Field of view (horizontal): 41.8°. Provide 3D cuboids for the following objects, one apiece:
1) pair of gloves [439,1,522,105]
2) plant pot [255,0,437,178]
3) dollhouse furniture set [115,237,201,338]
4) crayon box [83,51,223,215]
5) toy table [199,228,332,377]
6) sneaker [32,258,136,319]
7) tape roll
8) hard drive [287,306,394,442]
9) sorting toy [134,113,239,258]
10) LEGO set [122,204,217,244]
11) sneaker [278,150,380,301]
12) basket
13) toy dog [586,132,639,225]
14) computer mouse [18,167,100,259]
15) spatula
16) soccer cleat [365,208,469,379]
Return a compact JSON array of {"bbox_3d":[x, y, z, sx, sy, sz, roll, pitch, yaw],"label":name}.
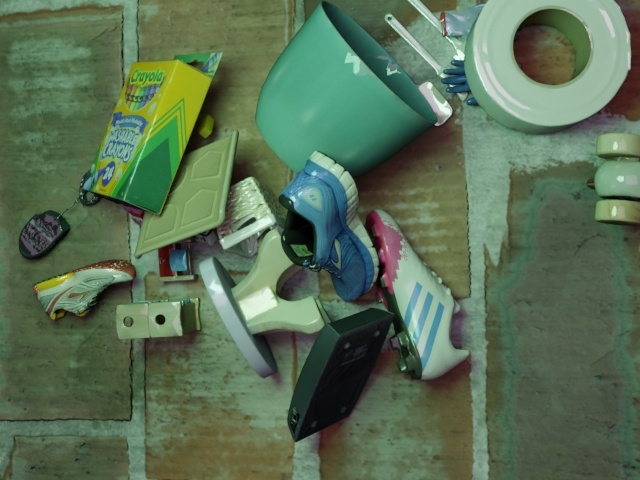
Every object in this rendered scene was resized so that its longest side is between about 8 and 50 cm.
[{"bbox_3d":[0.305,-0.354,1.588,0.159,0.023,0.198,-2,88,0],"label":"pair of gloves"},{"bbox_3d":[0.026,-0.239,1.511,0.235,0.293,0.293,-43,84,19],"label":"plant pot"},{"bbox_3d":[-0.314,0.089,1.616,0.129,0.129,0.183,-4,89,8],"label":"dollhouse furniture set"},{"bbox_3d":[-0.319,-0.221,1.576,0.083,0.203,0.322,25,84,-36],"label":"crayon box"},{"bbox_3d":[-0.092,0.113,1.545,0.161,0.274,0.252,-27,46,2],"label":"toy table"},{"bbox_3d":[-0.457,0.096,1.660,0.225,0.088,0.092,-17,94,22],"label":"sneaker"},{"bbox_3d":[0.410,-0.339,1.528,0.286,0.100,0.286,0,87,0],"label":"tape roll"},{"bbox_3d":[0.030,0.238,1.518,0.054,0.172,0.254,39,124,30],"label":"hard drive"},{"bbox_3d":[-0.235,-0.118,1.557,0.229,0.041,0.307,-22,46,31],"label":"sorting toy"},{"bbox_3d":[-0.264,-0.041,1.633,0.227,0.093,0.087,14,52,35],"label":"LEGO set"},{"bbox_3d":[0.000,0.000,1.466,0.147,0.330,0.130,-39,47,-16],"label":"sneaker"},{"bbox_3d":[-0.133,-0.043,1.581,0.113,0.167,0.103,-27,79,6],"label":"basket"},{"bbox_3d":[0.618,-0.091,1.509,0.334,0.161,0.220,26,89,-7],"label":"toy dog"},{"bbox_3d":[-0.516,-0.056,1.699,0.242,0.041,0.071,-44,85,-2],"label":"computer mouse"},{"bbox_3d":[0.198,-0.356,1.615,0.168,0.019,0.242,-44,84,5],"label":"spatula"},{"bbox_3d":[0.179,0.093,1.574,0.143,0.116,0.331,-15,84,-15],"label":"soccer cleat"}]
